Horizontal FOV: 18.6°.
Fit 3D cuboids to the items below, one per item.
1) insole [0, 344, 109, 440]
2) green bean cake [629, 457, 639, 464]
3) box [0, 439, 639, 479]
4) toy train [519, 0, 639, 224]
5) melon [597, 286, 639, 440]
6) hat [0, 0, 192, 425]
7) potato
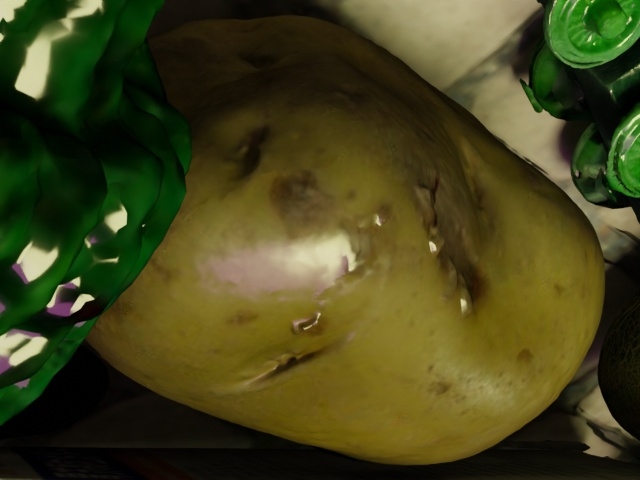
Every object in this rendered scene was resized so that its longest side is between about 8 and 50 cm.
[{"bbox_3d":[-0.196,0.044,0.761,0.232,0.003,0.080,12,130,-22],"label":"insole"},{"bbox_3d":[0.241,0.184,0.856,0.208,0.107,0.193,-4,90,-13],"label":"green bean cake"},{"bbox_3d":[-0.002,0.135,0.743,0.300,0.106,0.200,1,177,-12],"label":"box"},{"bbox_3d":[0.119,-0.085,0.653,0.119,0.085,0.251,-35,136,0],"label":"toy train"},{"bbox_3d":[0.184,0.033,0.764,0.162,0.099,0.099,-28,133,18],"label":"melon"},{"bbox_3d":[-0.119,-0.113,0.478,0.274,0.242,0.332,22,114,-45],"label":"hat"},{"bbox_3d":[-0.002,0.005,0.659,0.200,0.154,0.137,23,113,-40],"label":"potato"}]
